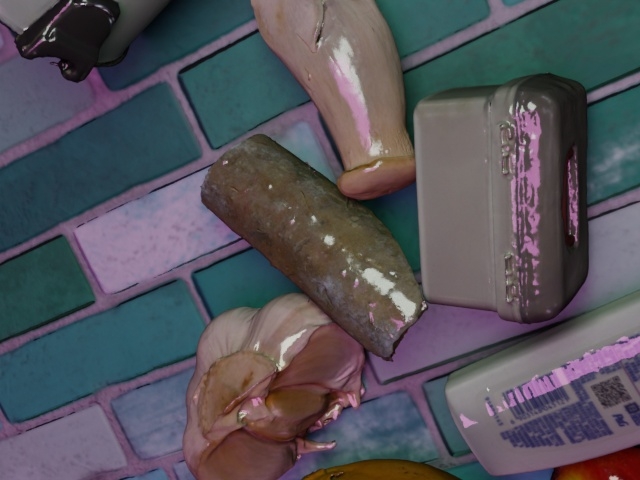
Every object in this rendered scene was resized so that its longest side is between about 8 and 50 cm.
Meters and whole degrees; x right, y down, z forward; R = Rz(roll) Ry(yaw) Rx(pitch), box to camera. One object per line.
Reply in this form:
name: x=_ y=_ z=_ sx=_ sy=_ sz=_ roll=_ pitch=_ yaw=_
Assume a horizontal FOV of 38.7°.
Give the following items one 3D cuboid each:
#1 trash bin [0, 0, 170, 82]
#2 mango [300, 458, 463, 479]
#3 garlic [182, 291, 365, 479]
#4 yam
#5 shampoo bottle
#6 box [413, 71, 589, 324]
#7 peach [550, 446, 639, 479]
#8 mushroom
trash bin: x=-0.183 y=-0.321 z=0.810 sx=0.262 sy=0.217 sz=0.277 roll=-39 pitch=54 yaw=24
mango: x=0.079 y=0.301 z=0.933 sx=0.248 sy=0.151 sz=0.156 roll=5 pitch=147 yaw=26
garlic: x=-0.061 y=0.147 z=0.947 sx=0.142 sy=0.178 sz=0.229 roll=37 pitch=97 yaw=39
yam: x=0.000 y=0.000 z=0.875 sx=0.259 sy=0.106 sz=0.106 roll=40 pitch=114 yaw=17
shampoo bottle: x=0.301 y=0.116 z=0.840 sx=0.359 sy=0.078 sz=0.134 roll=-28 pitch=98 yaw=23
box: x=0.163 y=-0.040 z=0.809 sx=0.129 sy=0.148 sz=0.210 roll=4 pitch=106 yaw=28
peach: x=0.327 y=0.332 z=0.896 sx=0.189 sy=0.068 sz=0.279 roll=-41 pitch=89 yaw=26
mushroom: x=0.021 y=-0.159 z=0.838 sx=0.108 sy=0.096 sz=0.247 roll=-25 pitch=85 yaw=-4
